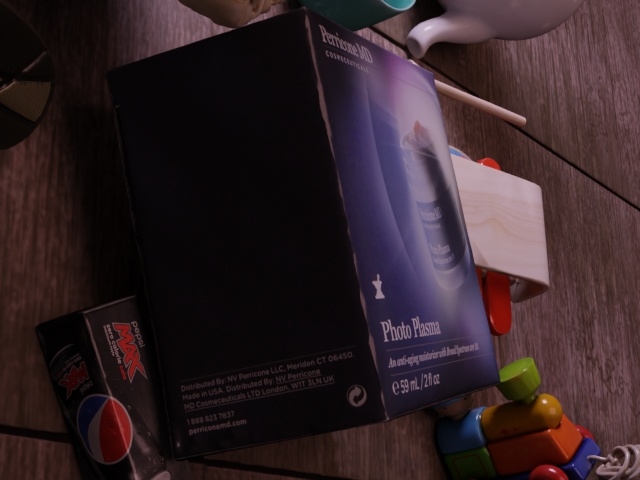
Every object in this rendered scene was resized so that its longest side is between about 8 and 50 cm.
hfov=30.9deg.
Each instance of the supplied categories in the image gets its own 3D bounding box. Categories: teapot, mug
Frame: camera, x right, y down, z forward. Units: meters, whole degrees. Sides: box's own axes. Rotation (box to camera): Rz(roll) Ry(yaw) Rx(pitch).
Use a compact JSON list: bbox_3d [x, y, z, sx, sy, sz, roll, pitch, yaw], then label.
[{"bbox_3d":[0.204,-0.370,1.367,0.187,0.252,0.256,11,54,-37],"label":"teapot"},{"bbox_3d":[0.033,-0.285,1.204,0.158,0.097,0.129,-30,102,-55],"label":"mug"}]

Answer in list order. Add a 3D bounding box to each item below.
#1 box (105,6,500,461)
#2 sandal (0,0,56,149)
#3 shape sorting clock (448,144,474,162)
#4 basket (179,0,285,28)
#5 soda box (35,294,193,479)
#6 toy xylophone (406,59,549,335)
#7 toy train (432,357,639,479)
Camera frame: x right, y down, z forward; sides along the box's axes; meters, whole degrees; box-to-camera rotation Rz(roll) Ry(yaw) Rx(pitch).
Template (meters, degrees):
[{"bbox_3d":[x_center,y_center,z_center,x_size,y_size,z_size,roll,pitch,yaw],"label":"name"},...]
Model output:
[{"bbox_3d":[0.000,0.000,0.930,0.296,0.182,0.294,3,74,-67],"label":"box"},{"bbox_3d":[-0.285,-0.167,0.733,0.120,0.086,0.303,-49,141,-15],"label":"sandal"},{"bbox_3d":[0.162,-0.012,1.326,0.206,0.040,0.206,26,57,-47],"label":"shape sorting clock"},{"bbox_3d":[-0.078,-0.371,0.794,0.331,0.328,0.266,31,43,9],"label":"basket"},{"bbox_3d":[-0.144,0.129,0.834,0.060,0.053,0.169,-20,93,-55],"label":"soda box"},{"bbox_3d":[0.138,-0.045,1.224,0.322,0.081,0.236,24,61,-37],"label":"toy xylophone"},{"bbox_3d":[0.226,0.180,1.163,0.105,0.248,0.143,-37,102,-53],"label":"toy train"}]
